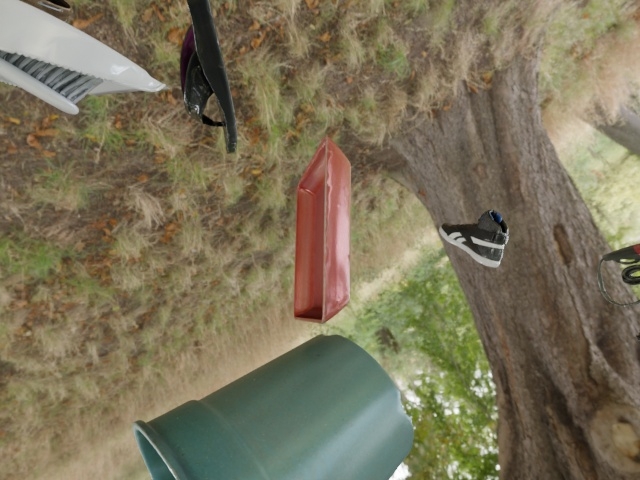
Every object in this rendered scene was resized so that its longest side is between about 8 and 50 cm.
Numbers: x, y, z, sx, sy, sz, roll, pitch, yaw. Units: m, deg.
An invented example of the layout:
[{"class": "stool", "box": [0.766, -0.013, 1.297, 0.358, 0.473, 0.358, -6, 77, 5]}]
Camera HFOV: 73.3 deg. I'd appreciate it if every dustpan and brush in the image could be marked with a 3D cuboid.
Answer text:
[{"class": "dustpan and brush", "box": [-0.235, -0.135, 0.292, 0.147, 0.060, 0.211, 12, 170, 38]}]

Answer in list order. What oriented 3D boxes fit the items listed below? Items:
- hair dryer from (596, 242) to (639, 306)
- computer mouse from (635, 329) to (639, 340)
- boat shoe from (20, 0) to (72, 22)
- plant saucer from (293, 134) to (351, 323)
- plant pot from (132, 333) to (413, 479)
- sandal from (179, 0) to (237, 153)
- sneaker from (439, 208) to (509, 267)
[{"class": "hair dryer", "box": [0.535, 0.008, 0.584, 0.080, 0.224, 0.293, -36, 138, -47]}, {"class": "computer mouse", "box": [0.543, 0.138, 0.582, 0.042, 0.106, 0.193, -42, 164, -23]}, {"class": "boat shoe", "box": [-0.463, -0.395, 0.636, 0.066, 0.066, 0.183, -25, 157, 20]}, {"class": "plant saucer", "box": [0.000, 0.000, 0.694, 0.048, 0.259, 0.258, 2, 171, -12]}, {"class": "plant pot", "box": [-0.054, 0.334, 0.673, 0.334, 0.341, 0.341, -28, 167, -35]}, {"class": "sandal", "box": [-0.256, -0.368, 0.909, 0.107, 0.167, 0.445, -13, 145, -8]}, {"class": "sneaker", "box": [0.393, -0.031, 1.081, 0.079, 0.217, 0.121, 8, 111, -25]}]
